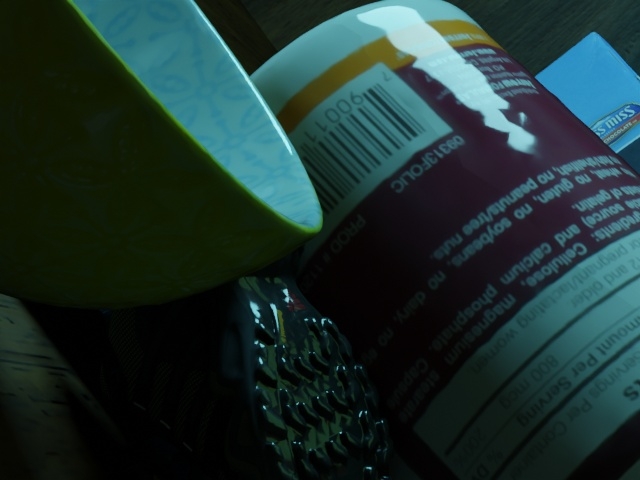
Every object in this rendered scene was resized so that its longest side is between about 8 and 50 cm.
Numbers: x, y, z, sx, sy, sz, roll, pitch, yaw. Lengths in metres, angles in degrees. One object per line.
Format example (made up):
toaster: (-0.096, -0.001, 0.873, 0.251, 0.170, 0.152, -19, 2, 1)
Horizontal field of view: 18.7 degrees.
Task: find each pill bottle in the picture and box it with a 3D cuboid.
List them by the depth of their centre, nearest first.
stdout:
pill bottle: (0.116, 0.078, 0.969, 0.392, 0.224, 0.224, 47, 4, 25)

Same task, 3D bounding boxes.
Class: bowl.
bowl: (-0.147, -0.071, 0.772, 0.289, 0.156, 0.289, 51, 7, -9)

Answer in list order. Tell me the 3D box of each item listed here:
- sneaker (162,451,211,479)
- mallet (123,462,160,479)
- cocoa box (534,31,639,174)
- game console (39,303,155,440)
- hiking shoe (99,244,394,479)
sneaker: (-0.031, 0.128, 0.977, 0.052, 0.058, 0.135, 57, 9, 35)
mallet: (-0.031, 0.174, 0.853, 0.189, 0.039, 0.062, 53, 5, 39)
cocoa box: (0.181, 0.054, 1.569, 0.231, 0.347, 0.228, 46, 9, -44)
game console: (-0.121, -0.006, 1.130, 0.213, 0.044, 0.361, 54, 7, -1)
hiking shoe: (-0.044, 0.070, 0.903, 0.086, 0.114, 0.226, 6, 58, -44)
